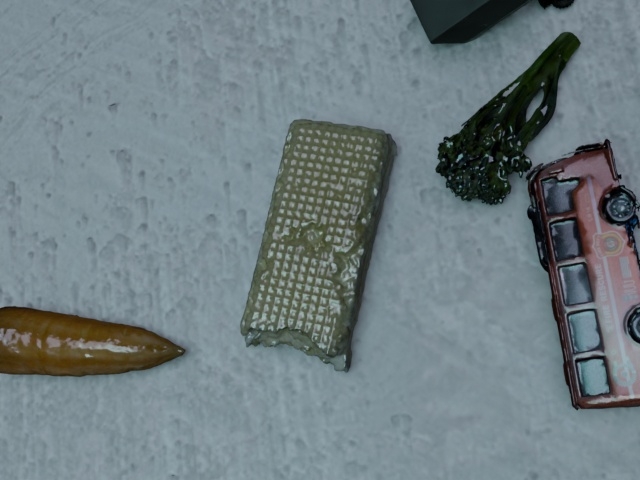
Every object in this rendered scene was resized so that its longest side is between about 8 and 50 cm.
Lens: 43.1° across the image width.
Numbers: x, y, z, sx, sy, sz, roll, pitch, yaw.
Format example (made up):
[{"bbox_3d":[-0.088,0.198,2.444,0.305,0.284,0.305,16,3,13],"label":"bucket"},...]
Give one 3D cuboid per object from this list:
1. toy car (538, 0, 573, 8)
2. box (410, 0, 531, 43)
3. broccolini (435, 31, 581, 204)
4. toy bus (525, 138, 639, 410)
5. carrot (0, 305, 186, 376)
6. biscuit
[{"bbox_3d":[0.269,-0.306,0.801,0.165,0.071,0.062,-39,58,1],"label":"toy car"},{"bbox_3d":[0.146,-0.244,0.786,0.122,0.084,0.069,-28,80,49],"label":"box"},{"bbox_3d":[0.182,-0.128,0.778,0.091,0.068,0.202,24,81,36],"label":"broccolini"},{"bbox_3d":[0.247,0.031,0.723,0.096,0.073,0.234,-13,75,16],"label":"toy bus"},{"bbox_3d":[-0.234,0.103,0.812,0.205,0.072,0.072,2,77,6],"label":"carrot"},{"bbox_3d":[0.000,0.000,0.785,0.108,0.062,0.238,10,79,14],"label":"biscuit"}]
